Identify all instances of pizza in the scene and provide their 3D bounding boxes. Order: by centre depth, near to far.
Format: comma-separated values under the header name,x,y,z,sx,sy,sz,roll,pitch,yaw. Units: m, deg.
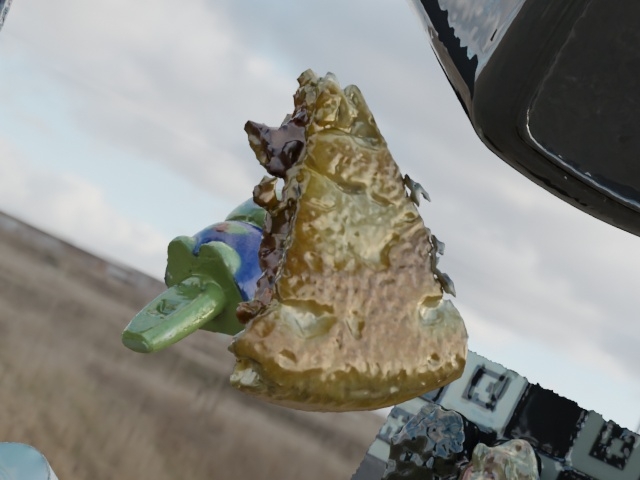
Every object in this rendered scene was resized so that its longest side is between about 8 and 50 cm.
name,x,y,z,sx,sy,sz,roll,pitch,yaw
pizza,0.000,0.000,0.896,0.154,0.194,0.069,-1,-11,-30

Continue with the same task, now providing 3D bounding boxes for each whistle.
name,x,y,z,sx,sy,sz,roll,pitch,yaw
whistle,-0.069,0.024,1.250,0.105,0.227,0.085,10,-58,40

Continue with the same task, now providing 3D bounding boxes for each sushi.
name,x,y,z,sx,sy,sz,roll,pitch,yaw
sushi,0.186,0.285,1.754,0.373,0.296,0.100,26,-9,31

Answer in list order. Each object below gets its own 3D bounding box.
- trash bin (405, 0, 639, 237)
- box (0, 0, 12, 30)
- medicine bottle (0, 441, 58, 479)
name,x,y,z,sx,sy,sz,roll,pitch,yaw
trash bin,0.134,-0.131,0.688,0.209,0.182,0.290,23,27,-21
box,-0.292,-0.298,1.152,0.264,0.415,0.116,-11,-39,37
medicine bottle,-0.114,0.192,0.726,0.090,0.090,0.216,20,-40,44
